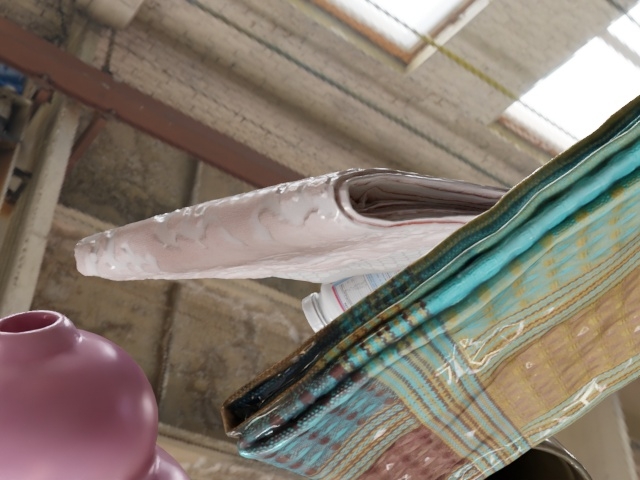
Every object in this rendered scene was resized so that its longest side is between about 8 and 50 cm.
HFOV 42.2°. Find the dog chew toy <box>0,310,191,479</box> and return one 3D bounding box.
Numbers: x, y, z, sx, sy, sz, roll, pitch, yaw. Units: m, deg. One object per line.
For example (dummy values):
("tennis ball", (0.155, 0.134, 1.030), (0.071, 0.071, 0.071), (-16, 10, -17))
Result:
("dog chew toy", (-0.152, 0.204, 0.490), (0.207, 0.207, 0.331), (-18, -69, -49))

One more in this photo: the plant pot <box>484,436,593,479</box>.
("plant pot", (0.218, 0.371, 1.273), (0.323, 0.323, 0.280), (34, -170, -20))

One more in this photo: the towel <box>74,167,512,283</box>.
("towel", (0.000, 0.000, 0.746), (0.317, 0.332, 0.053), (3, -101, -46))

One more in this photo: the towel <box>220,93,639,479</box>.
("towel", (0.160, 0.017, 0.406), (0.040, 0.370, 0.271), (57, -174, 33))

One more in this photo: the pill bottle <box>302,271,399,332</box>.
("pill bottle", (0.058, 0.074, 1.164), (0.087, 0.160, 0.087), (56, -167, -20))
